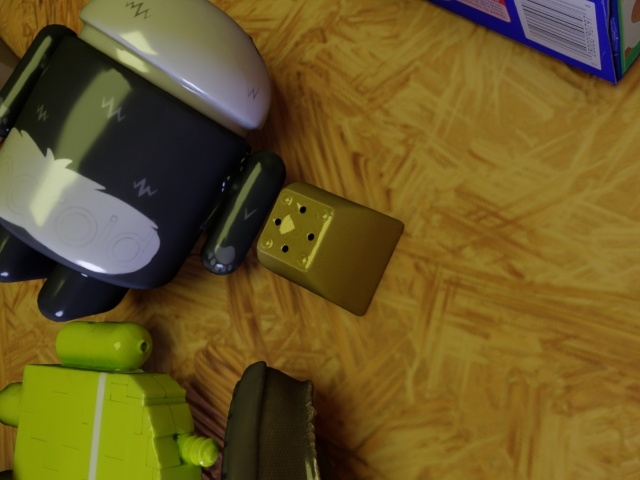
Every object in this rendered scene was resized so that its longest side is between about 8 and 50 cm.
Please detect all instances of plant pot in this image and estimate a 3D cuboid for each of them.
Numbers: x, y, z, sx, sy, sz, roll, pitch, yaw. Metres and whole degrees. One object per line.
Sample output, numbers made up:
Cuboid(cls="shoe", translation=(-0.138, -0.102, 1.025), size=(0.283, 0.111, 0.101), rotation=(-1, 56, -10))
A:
Cuboid(cls="plant pot", translation=(0.000, 0.000, 0.441), size=(0.081, 0.083, 0.082), rotation=(24, 89, 29))

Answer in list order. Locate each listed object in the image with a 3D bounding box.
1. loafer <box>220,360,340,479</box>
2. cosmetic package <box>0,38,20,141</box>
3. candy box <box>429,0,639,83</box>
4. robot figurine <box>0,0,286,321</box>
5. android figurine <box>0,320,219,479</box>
Cuboid(cls="loafer", translation=(0.013, 0.256, 0.371), size=(0.130, 0.134, 0.366), rotation=(-7, 69, -13))
Cuboid(cls="cosmetic package", translation=(-0.461, -0.219, 0.719), size=(0.127, 0.107, 0.238), rotation=(-49, 65, 9))
Cuboid(cls="candy box", translation=(0.178, -0.315, 0.404), size=(0.268, 0.122, 0.317), rotation=(39, 98, 30))
Cuboid(cls="robot figurine", translation=(-0.158, -0.071, 0.492), size=(0.278, 0.209, 0.173), rotation=(-59, 32, 4))
Cuboid(cls="android figurine", translation=(-0.190, 0.191, 0.494), size=(0.272, 0.056, 0.249), rotation=(-6, 77, 34))
